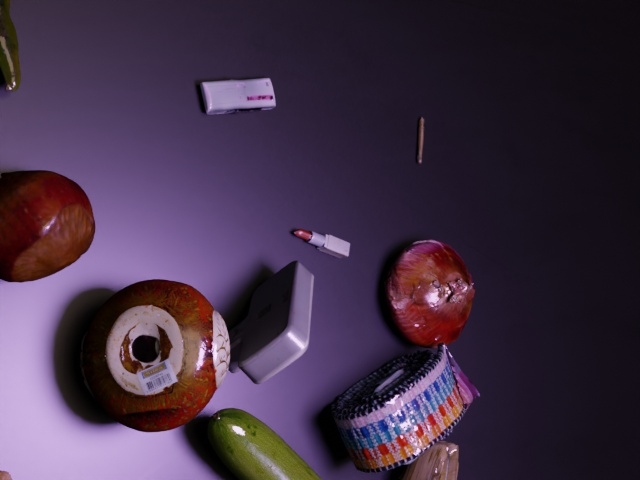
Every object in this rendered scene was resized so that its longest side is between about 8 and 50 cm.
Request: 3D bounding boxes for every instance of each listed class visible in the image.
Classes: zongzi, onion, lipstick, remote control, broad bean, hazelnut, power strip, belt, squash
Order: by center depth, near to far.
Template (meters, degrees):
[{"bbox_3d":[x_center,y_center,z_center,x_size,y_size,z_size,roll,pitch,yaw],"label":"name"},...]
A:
[{"bbox_3d":[-0.440,-0.024,1.538,0.201,0.160,0.170,-26,115,-76],"label":"hazelnut"},{"bbox_3d":[-0.523,-0.381,1.595,0.060,0.043,0.298,-1,81,-48],"label":"broad bean"},{"bbox_3d":[-0.099,0.158,1.742,0.059,0.193,0.265,46,20,-19],"label":"power strip"},{"bbox_3d":[-0.069,0.427,1.761,0.395,0.107,0.107,48,56,-23],"label":"squash"},{"bbox_3d":[-0.154,-0.275,1.878,0.166,0.029,0.065,-12,88,-40],"label":"remote control"},{"bbox_3d":[0.160,0.334,1.905,0.295,0.206,0.161,-30,97,-53],"label":"belt"},{"bbox_3d":[0.155,0.508,1.914,0.256,0.115,0.228,-4,102,-32],"label":"zongzi"},{"bbox_3d":[0.000,0.001,1.947,0.129,0.030,0.030,22,69,-34],"label":"lipstick"},{"bbox_3d":[0.247,0.106,2.042,0.230,0.163,0.230,18,63,-38],"label":"onion"}]

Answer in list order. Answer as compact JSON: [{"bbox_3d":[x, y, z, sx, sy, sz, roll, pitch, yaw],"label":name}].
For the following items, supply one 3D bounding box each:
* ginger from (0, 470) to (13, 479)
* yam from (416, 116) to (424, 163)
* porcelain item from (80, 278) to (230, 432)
[{"bbox_3d":[-0.461,0.511,1.458,0.147,0.081,0.334,-10,86,-24],"label":"ginger"},{"bbox_3d":[0.220,-0.220,2.176,0.014,0.014,0.107,15,72,-36],"label":"yam"},{"bbox_3d":[-0.261,0.191,1.618,0.253,0.253,0.253,8,76,-37],"label":"porcelain item"}]
